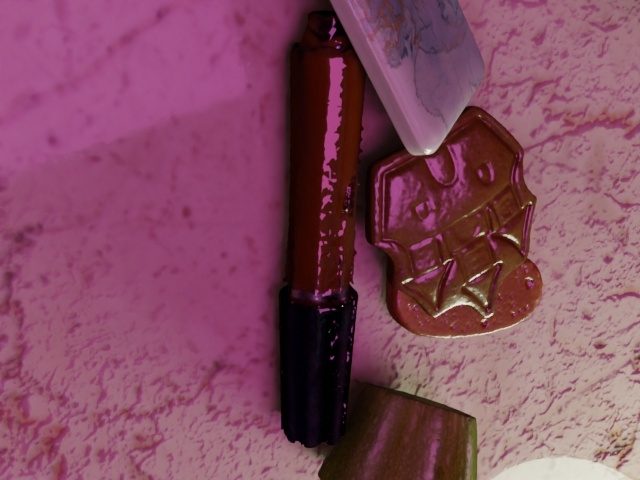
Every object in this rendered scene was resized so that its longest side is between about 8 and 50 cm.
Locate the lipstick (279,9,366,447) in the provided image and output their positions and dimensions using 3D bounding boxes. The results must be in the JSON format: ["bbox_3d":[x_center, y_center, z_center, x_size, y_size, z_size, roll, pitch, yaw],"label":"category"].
[{"bbox_3d":[0.000,0.000,0.883,0.077,0.077,0.419,-6,111,-24],"label":"lipstick"}]

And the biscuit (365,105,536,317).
[{"bbox_3d":[0.138,-0.012,0.930,0.182,0.034,0.215,-31,117,-12],"label":"biscuit"}]

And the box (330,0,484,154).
[{"bbox_3d":[0.059,-0.221,0.814,0.142,0.044,0.285,-54,127,-34],"label":"box"}]

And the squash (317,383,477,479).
[{"bbox_3d":[0.089,0.223,0.975,0.170,0.170,0.123,19,85,-31],"label":"squash"}]

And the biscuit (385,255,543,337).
[{"bbox_3d":[0.153,0.009,0.984,0.186,0.036,0.192,-6,110,-21],"label":"biscuit"}]
